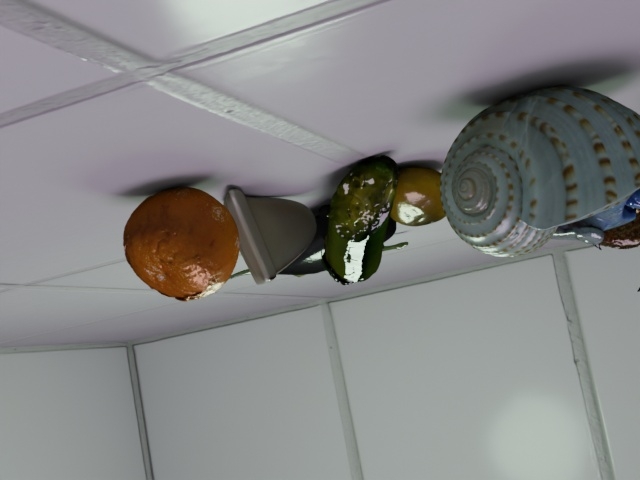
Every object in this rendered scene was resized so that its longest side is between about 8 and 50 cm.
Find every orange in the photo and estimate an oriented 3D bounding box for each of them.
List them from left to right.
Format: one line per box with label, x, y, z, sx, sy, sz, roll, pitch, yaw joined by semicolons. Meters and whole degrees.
orange;-0.225;0.001;1.589;0.193;0.193;0.161;-16;-154;33

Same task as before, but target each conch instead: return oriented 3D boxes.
conch;0.331;-0.119;1.400;0.319;0.215;0.303;-35;-170;-38

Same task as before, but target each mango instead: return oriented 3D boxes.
mango;0.176;-0.084;1.804;0.137;0.098;0.195;-10;168;21

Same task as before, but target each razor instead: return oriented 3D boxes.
razor;0.000;0.002;2.095;0.205;0.113;0.349;0;167;-37

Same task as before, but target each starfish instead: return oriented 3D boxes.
starfish;0.715;-0.059;2.075;0.303;0.312;0.113;-28;144;16

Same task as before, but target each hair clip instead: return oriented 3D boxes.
hair clip;-0.104;-0.011;1.784;0.113;0.172;0.282;-24;178;26

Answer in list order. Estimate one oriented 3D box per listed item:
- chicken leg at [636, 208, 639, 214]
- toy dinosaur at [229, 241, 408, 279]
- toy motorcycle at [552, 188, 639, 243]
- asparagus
chicken leg;0.798;-0.104;2.522;0.101;0.085;0.207;-22;180;3
toy dinosaur;-0.011;0.043;2.518;0.447;0.087;0.301;-11;179;15
toy motorcycle;0.530;-0.082;1.950;0.241;0.181;0.319;-3;170;-40
asparagus;0.069;-0.032;1.771;0.129;0.108;0.382;-17;159;-9
